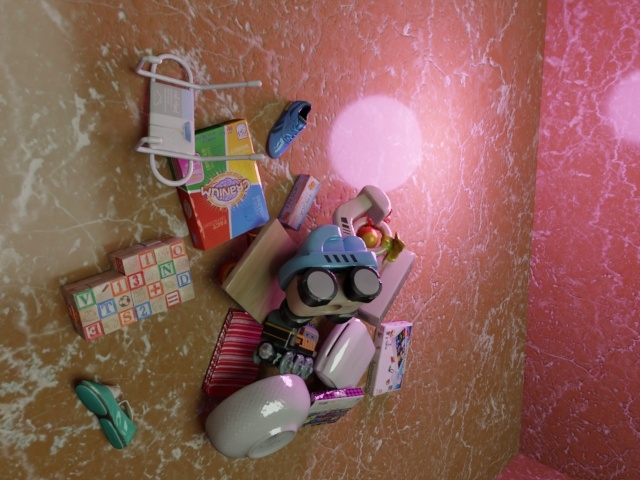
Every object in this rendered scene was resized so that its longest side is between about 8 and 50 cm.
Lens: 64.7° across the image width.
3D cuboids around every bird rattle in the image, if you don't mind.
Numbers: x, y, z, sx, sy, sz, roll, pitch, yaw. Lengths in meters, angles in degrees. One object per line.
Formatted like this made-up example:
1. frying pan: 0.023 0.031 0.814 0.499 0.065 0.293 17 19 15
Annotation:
1. bird rattle: 0.201 -0.030 1.869 0.207 0.143 0.253 -21 77 -17

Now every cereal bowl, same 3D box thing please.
1. cereal bowl: -0.176 0.571 1.568 0.339 0.141 0.339 -21 145 -16

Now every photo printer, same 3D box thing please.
1. photo printer: 0.090 0.430 1.874 0.256 0.107 0.307 -55 149 -21

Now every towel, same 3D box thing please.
1. towel: -0.257 0.368 1.627 0.199 0.031 0.275 23 84 -46

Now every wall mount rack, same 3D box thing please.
1. wall mount rack: -0.306 -0.312 1.267 0.304 0.130 0.350 3 80 -36

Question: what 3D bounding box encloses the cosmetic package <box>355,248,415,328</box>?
1. cosmetic package: 0.241 0.171 1.965 0.296 0.129 0.153 -56 161 -20

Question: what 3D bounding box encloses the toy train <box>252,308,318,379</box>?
1. toy train: -0.097 0.342 1.662 0.190 0.142 0.334 -68 155 -11

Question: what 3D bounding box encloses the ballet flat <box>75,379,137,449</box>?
1. ballet flat: -0.555 0.437 1.329 0.087 0.083 0.247 -57 138 -52

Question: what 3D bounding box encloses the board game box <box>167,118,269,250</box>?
1. board game box: -0.287 -0.162 1.441 0.242 0.064 0.316 -30 120 -36

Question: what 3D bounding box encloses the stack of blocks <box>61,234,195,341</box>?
1. stack of blocks: -0.487 0.113 1.296 0.297 0.087 0.171 -23 115 -39

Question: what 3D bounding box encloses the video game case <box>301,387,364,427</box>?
1. video game case: 0.014 0.613 1.845 0.232 0.042 0.210 7 133 -37

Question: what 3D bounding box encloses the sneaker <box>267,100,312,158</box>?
1. sneaker: -0.095 -0.347 1.574 0.069 0.082 0.209 39 74 -45

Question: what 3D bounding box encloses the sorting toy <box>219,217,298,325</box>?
1. sorting toy: -0.187 0.091 1.556 0.257 0.089 0.255 -56 145 -18

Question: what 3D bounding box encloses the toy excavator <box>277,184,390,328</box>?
1. toy excavator: 0.063 0.018 1.590 0.433 0.222 0.445 -1 62 -24

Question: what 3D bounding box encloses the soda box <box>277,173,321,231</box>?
1. soda box: -0.070 -0.126 1.668 0.063 0.058 0.183 35 76 -44

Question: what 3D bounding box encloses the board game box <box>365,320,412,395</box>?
1. board game box: 0.299 0.507 2.191 0.193 0.053 0.305 5 97 -44
